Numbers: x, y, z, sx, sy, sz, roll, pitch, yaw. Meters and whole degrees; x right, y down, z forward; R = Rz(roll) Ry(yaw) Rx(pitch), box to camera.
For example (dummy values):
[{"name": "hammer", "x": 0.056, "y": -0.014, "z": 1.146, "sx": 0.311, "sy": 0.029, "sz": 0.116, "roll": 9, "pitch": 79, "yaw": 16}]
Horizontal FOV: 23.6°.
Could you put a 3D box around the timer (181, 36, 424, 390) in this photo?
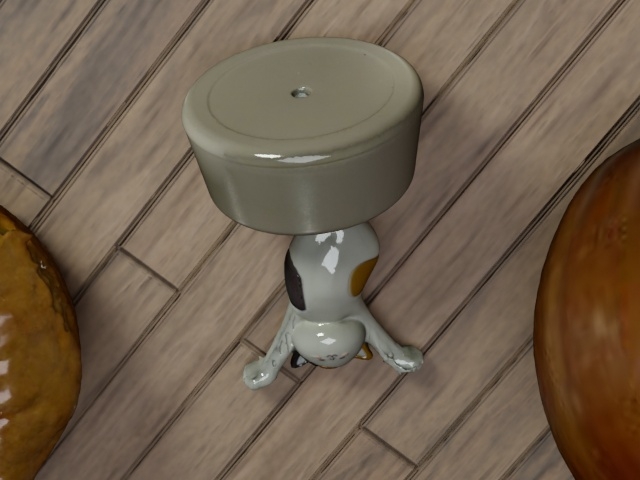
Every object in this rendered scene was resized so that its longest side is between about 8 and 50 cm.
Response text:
[{"name": "timer", "x": 0.000, "y": 0.000, "z": 1.171, "sx": 0.175, "sy": 0.175, "sz": 0.266, "roll": -6, "pitch": 125, "yaw": 2}]

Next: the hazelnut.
[{"name": "hazelnut", "x": 0.336, "y": 0.073, "z": 1.105, "sx": 0.372, "sy": 0.315, "sz": 0.372, "roll": 2, "pitch": 79, "yaw": -12}]

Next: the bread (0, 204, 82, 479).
[{"name": "bread", "x": -0.334, "y": 0.091, "z": 1.172, "sx": 0.312, "sy": 0.172, "sz": 0.312, "roll": 0, "pitch": 102, "yaw": -1}]
